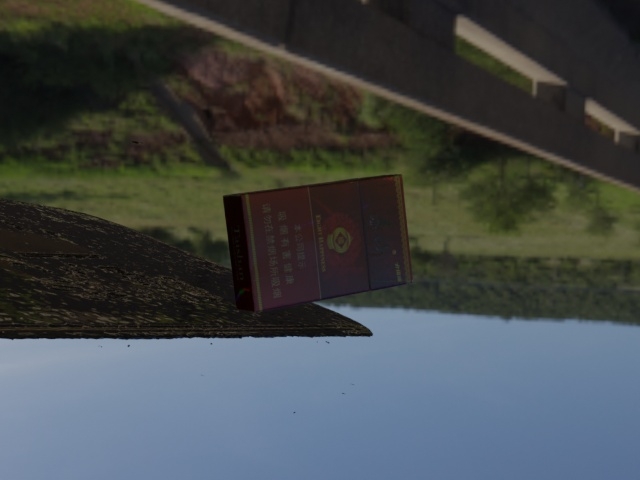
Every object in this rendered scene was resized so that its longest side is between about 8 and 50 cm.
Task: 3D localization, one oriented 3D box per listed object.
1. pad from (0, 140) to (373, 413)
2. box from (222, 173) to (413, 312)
[{"bbox_3d":[-0.099,-0.010,0.497,0.315,0.063,0.375,22,-175,24],"label":"pad"},{"bbox_3d":[0.000,0.000,0.460,0.082,0.051,0.023,-8,-174,-27],"label":"box"}]
